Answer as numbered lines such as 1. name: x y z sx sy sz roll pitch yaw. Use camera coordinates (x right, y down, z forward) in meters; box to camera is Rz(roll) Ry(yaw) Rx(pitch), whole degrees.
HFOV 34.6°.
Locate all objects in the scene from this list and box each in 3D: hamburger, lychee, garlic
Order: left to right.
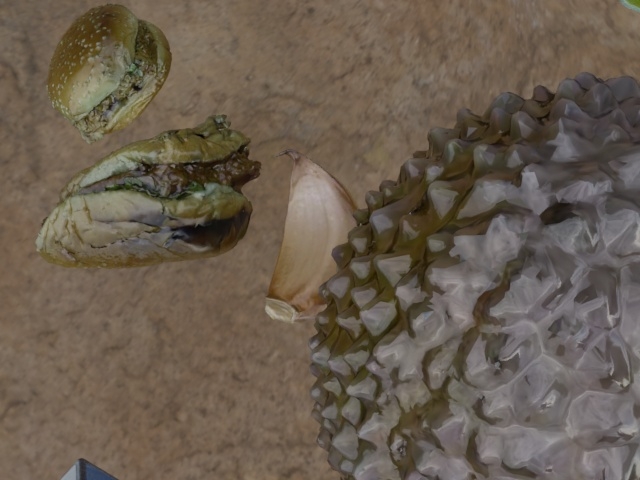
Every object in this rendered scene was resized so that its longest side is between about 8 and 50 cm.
1. hamburger: -0.330 -0.267 1.542 0.189 0.215 0.122 -37 136 20
2. hamburger: -0.157 -0.026 0.977 0.206 0.183 0.130 -26 85 28
3. garlic: -0.006 0.001 1.262 0.128 0.115 0.206 3 84 -9
4. lychee: 0.168 0.080 0.699 0.380 0.380 0.432 -15 145 15

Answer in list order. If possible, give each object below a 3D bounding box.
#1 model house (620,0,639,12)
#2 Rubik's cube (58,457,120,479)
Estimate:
1. model house: 0.459 -0.461 1.175 0.340 0.300 0.323 23 154 8
2. Rubik's cube: -0.303 0.458 1.369 0.205 0.205 0.207 40 100 -24
